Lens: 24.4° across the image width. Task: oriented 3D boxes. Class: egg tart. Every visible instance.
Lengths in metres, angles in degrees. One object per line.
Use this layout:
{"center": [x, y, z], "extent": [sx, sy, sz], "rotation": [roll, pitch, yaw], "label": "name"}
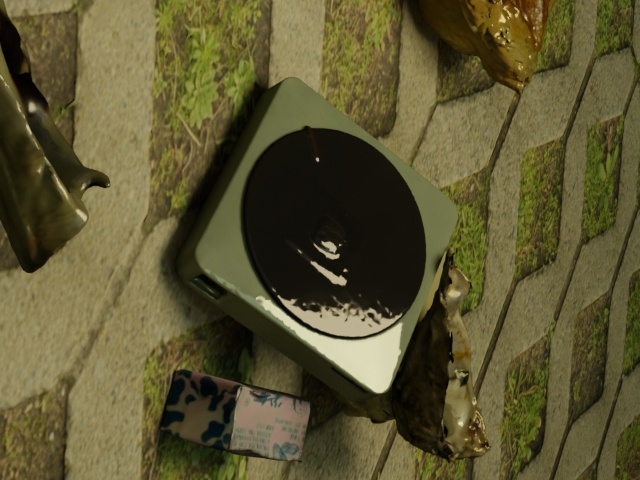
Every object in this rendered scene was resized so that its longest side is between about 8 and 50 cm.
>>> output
{"center": [0.210, -0.386, 1.881], "extent": [0.351, 0.153, 0.340], "rotation": [38, 63, -58], "label": "egg tart"}

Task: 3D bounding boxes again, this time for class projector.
{"center": [0.000, 0.000, 1.554], "extent": [0.257, 0.079, 0.259], "rotation": [37, 58, -20], "label": "projector"}

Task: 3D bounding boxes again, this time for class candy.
{"center": [-0.082, 0.183, 1.525], "extent": [0.160, 0.092, 0.073], "rotation": [24, 77, -60], "label": "candy"}

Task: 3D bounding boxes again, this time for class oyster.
{"center": [0.136, 0.136, 1.677], "extent": [0.166, 0.094, 0.294], "rotation": [-36, 130, -57], "label": "oyster"}

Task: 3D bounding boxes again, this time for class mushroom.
{"center": [-0.292, -0.124, 1.037], "extent": [0.292, 0.212, 0.217], "rotation": [52, 6, -39], "label": "mushroom"}

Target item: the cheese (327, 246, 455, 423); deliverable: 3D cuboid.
{"center": [0.062, 0.082, 1.738], "extent": [0.233, 0.127, 0.266], "rotation": [-56, 139, -34], "label": "cheese"}
